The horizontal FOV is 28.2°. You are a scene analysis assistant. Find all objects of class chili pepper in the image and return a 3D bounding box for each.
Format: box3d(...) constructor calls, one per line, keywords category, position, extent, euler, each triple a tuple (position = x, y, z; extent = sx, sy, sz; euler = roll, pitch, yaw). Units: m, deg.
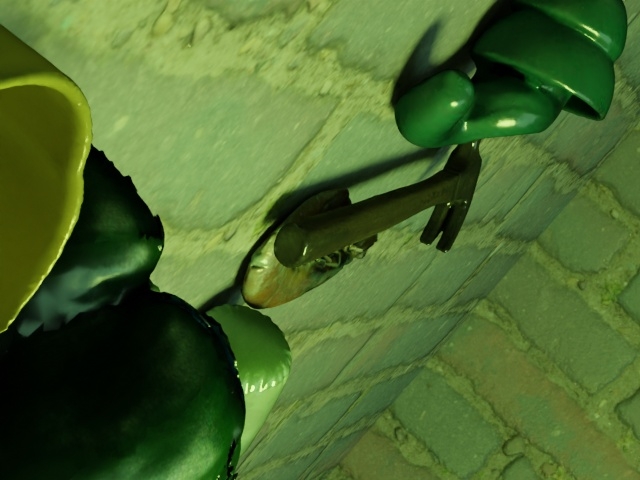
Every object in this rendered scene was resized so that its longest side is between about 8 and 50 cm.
box3d(category="chili pepper", position=(-0.187, 0.086, 0.708), extent=(0.256, 0.249, 0.233), euler=(-25, 168, -35))

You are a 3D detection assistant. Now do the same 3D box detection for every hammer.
box3d(category="hammer", position=(-0.183, 0.199, 1.298), extent=(0.335, 0.119, 0.206), euler=(-28, 155, -37))
box3d(category="hammer", position=(0.077, -0.040, 1.423), extent=(0.440, 0.044, 0.168), euler=(-20, 126, -58))

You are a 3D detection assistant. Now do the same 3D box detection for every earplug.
box3d(category="earplug", position=(0.206, -0.191, 1.345), extent=(0.257, 0.164, 0.280), euler=(36, 84, -40))

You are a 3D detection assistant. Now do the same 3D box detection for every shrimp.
box3d(category="shrimp", position=(0.002, 0.001, 1.395), extent=(0.251, 0.052, 0.144), euler=(-27, 149, -57))

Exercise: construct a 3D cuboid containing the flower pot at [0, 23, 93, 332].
box3d(category="flower pot", position=(-0.205, -0.032, 0.420), extent=(0.195, 0.179, 0.195), euler=(-45, 166, -14))
